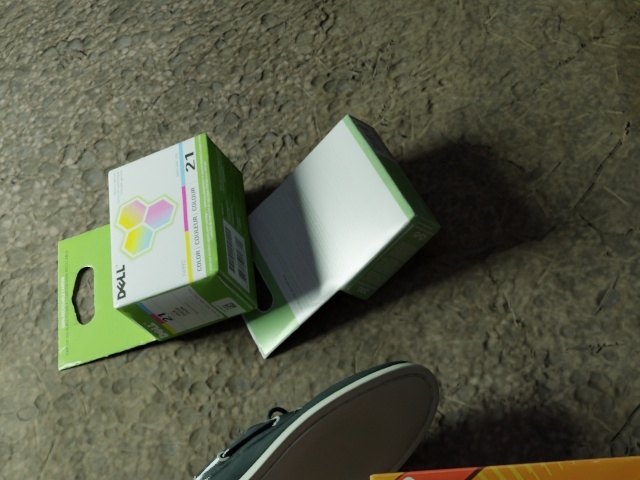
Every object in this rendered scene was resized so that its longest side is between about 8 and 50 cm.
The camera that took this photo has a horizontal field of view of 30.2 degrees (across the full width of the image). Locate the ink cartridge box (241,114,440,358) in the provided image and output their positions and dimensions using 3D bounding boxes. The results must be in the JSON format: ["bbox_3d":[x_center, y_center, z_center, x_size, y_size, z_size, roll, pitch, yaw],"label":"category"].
[{"bbox_3d":[0.000,0.000,1.310,0.235,0.056,0.171,-45,51,19],"label":"ink cartridge box"}]

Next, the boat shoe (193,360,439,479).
[{"bbox_3d":[-0.039,0.222,1.147,0.340,0.127,0.113,-43,32,-6],"label":"boat shoe"}]

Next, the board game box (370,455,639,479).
[{"bbox_3d":[0.243,0.374,0.797,0.356,0.356,0.356,-7,57,16],"label":"board game box"}]

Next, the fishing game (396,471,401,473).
[{"bbox_3d":[0.022,0.350,1.090,0.264,0.041,0.189,-40,52,-7],"label":"fishing game"}]

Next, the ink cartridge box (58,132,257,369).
[{"bbox_3d":[-0.211,0.018,1.334,0.255,0.097,0.189,-19,56,16],"label":"ink cartridge box"}]
